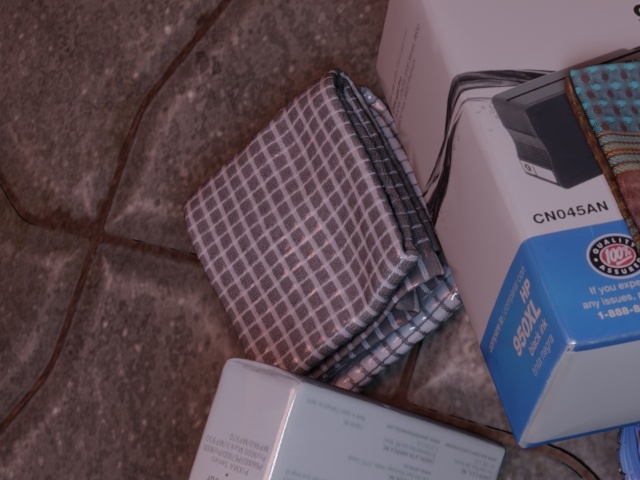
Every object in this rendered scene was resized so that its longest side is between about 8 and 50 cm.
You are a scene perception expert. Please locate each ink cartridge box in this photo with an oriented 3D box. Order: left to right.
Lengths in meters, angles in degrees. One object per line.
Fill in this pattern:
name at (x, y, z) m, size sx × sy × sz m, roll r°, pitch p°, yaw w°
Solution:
ink cartridge box at (-0.010, 0.316, 1.287) m, size 0.091 × 0.308 × 0.385 m, roll 15°, pitch 83°, yaw 41°
ink cartridge box at (0.239, -0.064, 1.241) m, size 0.285 × 0.166 × 0.395 m, roll -10°, pitch 57°, yaw -14°

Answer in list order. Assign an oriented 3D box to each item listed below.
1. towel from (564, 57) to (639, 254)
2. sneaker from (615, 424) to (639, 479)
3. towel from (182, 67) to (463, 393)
towel at (0.392, -0.048, 1.127) m, size 0.040 × 0.370 × 0.271 m, roll 102°, pitch 154°, yaw -54°
sneaker at (0.308, 0.225, 1.235) m, size 0.087 × 0.083 × 0.221 m, roll -30°, pitch 62°, yaw 11°
towel at (0.000, 0.000, 1.527) m, size 0.235 × 0.121 × 0.283 m, roll -41°, pitch 53°, yaw 20°
